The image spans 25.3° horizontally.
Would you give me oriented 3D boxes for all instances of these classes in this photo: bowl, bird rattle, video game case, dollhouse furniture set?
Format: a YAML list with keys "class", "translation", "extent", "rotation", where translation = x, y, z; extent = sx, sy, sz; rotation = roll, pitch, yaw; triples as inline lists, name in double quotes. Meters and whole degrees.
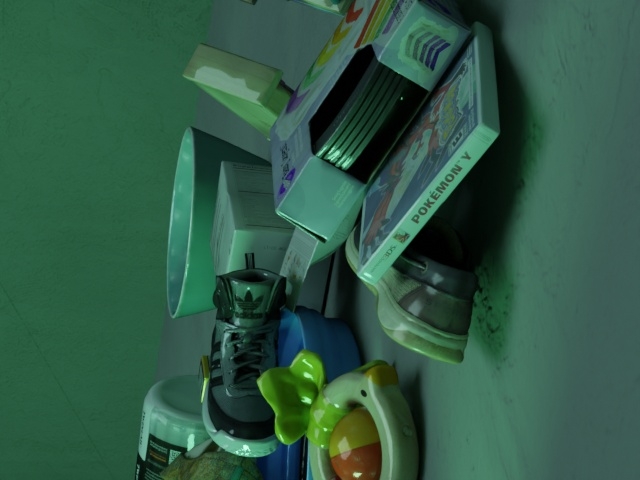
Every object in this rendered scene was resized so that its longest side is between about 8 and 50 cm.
- class: "bowl"
  translation: [-0.150, -0.024, 2.311]
  extent: [0.311, 0.163, 0.311]
  rotation: [-176, 90, -78]
- class: "bird rattle"
  translation: [0.026, 0.231, 1.479]
  extent: [0.207, 0.143, 0.253]
  rotation: [-37, 50, 53]
- class: "bowl"
  translation: [-0.019, 0.276, 1.778]
  extent: [0.391, 0.077, 0.391]
  rotation: [-175, 90, -78]
- class: "video game case"
  translation: [0.093, -0.081, 1.258]
  extent: [0.183, 0.023, 0.201]
  rotation: [-52, 16, 29]
- class: "dollhouse furniture set"
  translation: [0.037, -0.258, 1.724]
  extent: [0.286, 0.198, 0.303]
  rotation: [24, 84, 38]

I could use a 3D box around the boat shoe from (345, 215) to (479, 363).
- class: "boat shoe"
  translation: [0.092, 0.021, 1.311]
  extent: [0.092, 0.103, 0.285]
  rotation: [-62, 13, 14]

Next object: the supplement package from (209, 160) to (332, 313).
- class: "supplement package"
  translation: [-0.073, 0.000, 1.990]
  extent: [0.244, 0.139, 0.133]
  rotation: [-107, 25, -64]

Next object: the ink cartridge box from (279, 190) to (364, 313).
- class: "ink cartridge box"
  translation: [0.000, 0.000, 1.784]
  extent: [0.145, 0.045, 0.179]
  rotation: [-143, 70, -76]

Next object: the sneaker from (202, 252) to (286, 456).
- class: "sneaker"
  translation: [-0.090, 0.127, 1.711]
  extent: [0.268, 0.101, 0.153]
  rotation: [-98, 11, -56]

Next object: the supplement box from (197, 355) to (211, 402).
- class: "supplement box"
  translation: [-0.117, 0.185, 1.887]
  extent: [0.055, 0.083, 0.043]
  rotation: [-106, 23, -60]

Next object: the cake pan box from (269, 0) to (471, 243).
- class: "cake pan box"
  translation: [0.041, -0.149, 1.402]
  extent: [0.245, 0.070, 0.267]
  rotation: [-57, 15, 19]

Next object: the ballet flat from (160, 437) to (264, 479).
- class: "ballet flat"
  translation: [-0.139, 0.317, 1.918]
  extent: [0.348, 0.123, 0.123]
  rotation: [160, 114, -78]

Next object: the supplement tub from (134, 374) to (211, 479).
- class: "supplement tub"
  translation: [-0.213, 0.400, 2.374]
  extent: [0.193, 0.194, 0.316]
  rotation: [-117, 34, -68]
